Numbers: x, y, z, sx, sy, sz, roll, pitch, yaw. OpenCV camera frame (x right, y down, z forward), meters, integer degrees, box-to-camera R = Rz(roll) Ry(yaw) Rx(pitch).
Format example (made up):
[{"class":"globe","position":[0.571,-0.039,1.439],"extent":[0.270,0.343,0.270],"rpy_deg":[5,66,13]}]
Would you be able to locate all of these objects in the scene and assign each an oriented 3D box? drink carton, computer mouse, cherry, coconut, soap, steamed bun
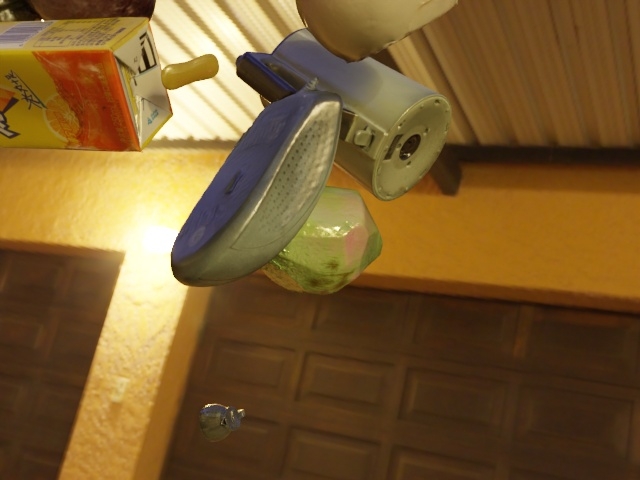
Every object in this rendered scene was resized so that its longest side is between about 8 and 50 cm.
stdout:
[{"class":"drink carton","position":[-0.390,-0.211,1.148],"extent":[0.351,0.111,0.155],"rpy_deg":[4,-54,20]},{"class":"computer mouse","position":[-0.076,-0.075,1.222],"extent":[0.122,0.371,0.188],"rpy_deg":[39,-18,-30]},{"class":"cherry","position":[-0.364,-0.415,1.305],"extent":[0.213,0.184,0.266],"rpy_deg":[-4,-27,30]},{"class":"coconut","position":[0.000,0.000,1.486],"extent":[0.235,0.205,0.236],"rpy_deg":[-4,-53,-6]},{"class":"soap","position":[-0.168,-0.219,1.089],"extent":[0.012,0.089,0.034],"rpy_deg":[17,-54,47]},{"class":"steamed bun","position":[0.080,-0.485,1.459],"extent":[0.309,0.309,0.309],"rpy_deg":[12,-18,4]}]

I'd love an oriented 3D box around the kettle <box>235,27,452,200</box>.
[{"class":"kettle","position":[0.031,-0.281,1.780],"extent":[0.376,0.250,0.361],"rpy_deg":[38,28,28]}]

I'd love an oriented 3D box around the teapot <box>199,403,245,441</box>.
[{"class":"teapot","position":[-0.171,0.321,1.503],"extent":[0.057,0.066,0.088],"rpy_deg":[-17,-3,28]}]

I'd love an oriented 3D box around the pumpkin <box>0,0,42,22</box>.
[{"class":"pumpkin","position":[-0.612,-0.359,1.441],"extent":[0.317,0.222,0.139],"rpy_deg":[-17,-74,35]}]
